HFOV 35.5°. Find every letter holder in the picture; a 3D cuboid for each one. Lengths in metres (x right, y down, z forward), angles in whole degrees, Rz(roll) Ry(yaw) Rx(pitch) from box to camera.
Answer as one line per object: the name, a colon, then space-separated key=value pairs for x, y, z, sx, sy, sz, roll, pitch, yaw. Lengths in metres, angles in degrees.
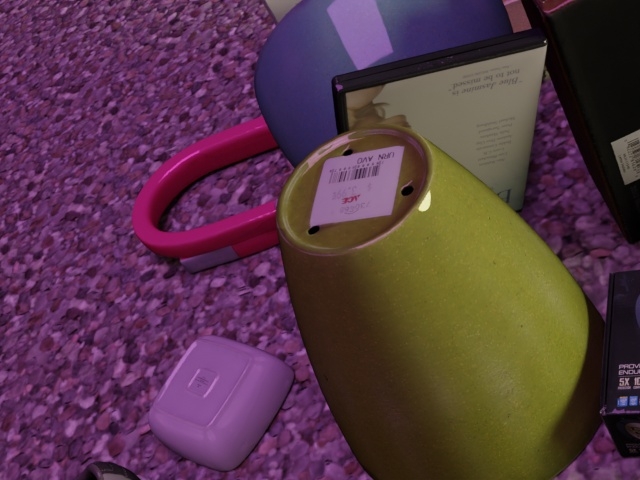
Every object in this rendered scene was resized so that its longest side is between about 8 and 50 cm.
letter holder: x=0.288 y=-0.188 z=0.956 sx=0.152 sy=0.302 sz=0.214 roll=-26 pitch=42 yaw=10

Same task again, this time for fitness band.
fitness band: x=-0.109 y=-0.069 z=1.286 sx=0.291 sy=0.054 sz=0.209 roll=-18 pitch=44 yaw=16

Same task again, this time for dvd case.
dvd case: x=0.108 y=-0.081 z=0.917 sx=0.180 sy=0.253 sz=0.022 roll=-14 pitch=58 yaw=-3

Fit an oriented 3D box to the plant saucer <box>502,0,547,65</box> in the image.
plant saucer: x=0.245 y=-0.266 z=1.253 sx=0.199 sy=0.036 sz=0.198 roll=-18 pitch=45 yaw=19

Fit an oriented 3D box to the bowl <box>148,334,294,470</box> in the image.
bowl: x=-0.115 y=0.165 z=1.077 sx=0.142 sy=0.053 sz=0.142 roll=14 pitch=62 yaw=38

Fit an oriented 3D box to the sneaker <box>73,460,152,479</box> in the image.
sneaker: x=-0.285 y=0.324 z=0.999 sx=0.271 sy=0.108 sz=0.100 roll=-45 pitch=45 yaw=-10

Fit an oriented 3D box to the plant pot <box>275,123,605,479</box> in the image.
plant pot: x=0.085 y=0.046 z=0.878 sx=0.275 sy=0.293 sz=0.274 roll=-18 pitch=44 yaw=19

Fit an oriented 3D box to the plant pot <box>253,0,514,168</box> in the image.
plant pot: x=0.093 y=-0.121 z=1.059 sx=0.290 sy=0.290 sz=0.195 roll=-25 pitch=58 yaw=11

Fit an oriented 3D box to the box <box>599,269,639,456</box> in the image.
box: x=0.334 y=0.098 z=0.832 sx=0.180 sy=0.077 sz=0.147 roll=-6 pitch=49 yaw=29

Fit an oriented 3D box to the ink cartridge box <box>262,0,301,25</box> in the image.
ink cartridge box: x=0.011 y=-0.287 z=1.221 sx=0.129 sy=0.307 sz=0.223 roll=-26 pitch=42 yaw=7
